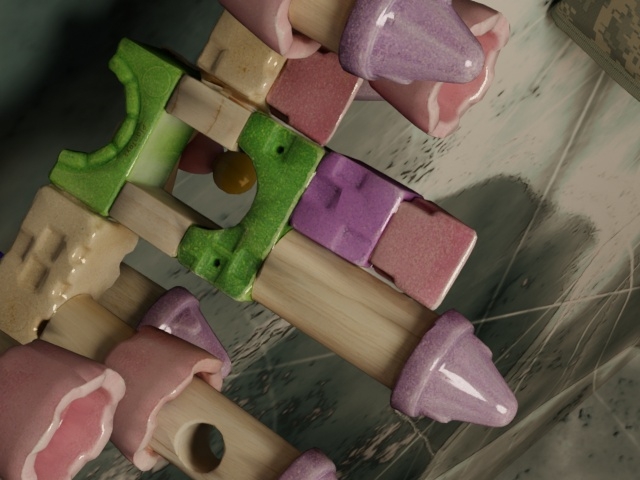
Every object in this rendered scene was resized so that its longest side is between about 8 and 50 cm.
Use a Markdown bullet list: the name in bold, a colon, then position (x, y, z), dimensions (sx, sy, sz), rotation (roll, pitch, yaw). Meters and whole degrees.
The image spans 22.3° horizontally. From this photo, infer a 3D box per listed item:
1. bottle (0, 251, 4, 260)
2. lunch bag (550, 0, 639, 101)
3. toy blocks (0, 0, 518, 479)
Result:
- **bottle**: position (-0.244, 0.032, 0.788), dimensions (0.118, 0.092, 0.283), rotation (-44, 159, 5)
- **lunch bag**: position (0.338, -0.170, 1.126), dimensions (0.169, 0.287, 0.235), rotation (-26, 153, -33)
- **toy blocks**: position (0.000, 0.000, 0.783), dimensions (0.288, 0.260, 0.309), rotation (-61, 162, 7)
